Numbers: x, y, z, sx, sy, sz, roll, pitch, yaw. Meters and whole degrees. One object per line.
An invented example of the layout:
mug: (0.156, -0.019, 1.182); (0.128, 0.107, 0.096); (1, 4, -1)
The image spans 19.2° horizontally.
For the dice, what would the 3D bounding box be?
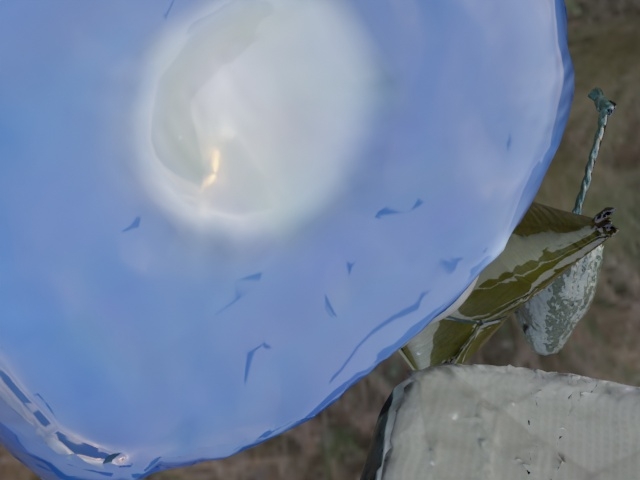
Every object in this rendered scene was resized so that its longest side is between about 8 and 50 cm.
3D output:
dice: (-0.046, -0.045, 0.391); (0.146, 0.146, 0.143); (-40, 131, -12)

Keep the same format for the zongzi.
zongzi: (0.089, -0.027, 1.498); (0.228, 0.115, 0.256); (47, 141, 0)

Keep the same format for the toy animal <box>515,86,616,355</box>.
toy animal: (0.225, -0.008, 1.718); (0.070, 0.079, 0.253); (-8, 119, -40)

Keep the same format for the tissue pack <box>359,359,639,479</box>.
tissue pack: (0.117, 0.308, 1.132); (0.253, 0.264, 0.416); (10, 136, 0)

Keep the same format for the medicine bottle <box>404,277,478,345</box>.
medicine bottle: (0.000, 0.000, 1.013); (0.135, 0.135, 0.215); (-33, 161, 27)
